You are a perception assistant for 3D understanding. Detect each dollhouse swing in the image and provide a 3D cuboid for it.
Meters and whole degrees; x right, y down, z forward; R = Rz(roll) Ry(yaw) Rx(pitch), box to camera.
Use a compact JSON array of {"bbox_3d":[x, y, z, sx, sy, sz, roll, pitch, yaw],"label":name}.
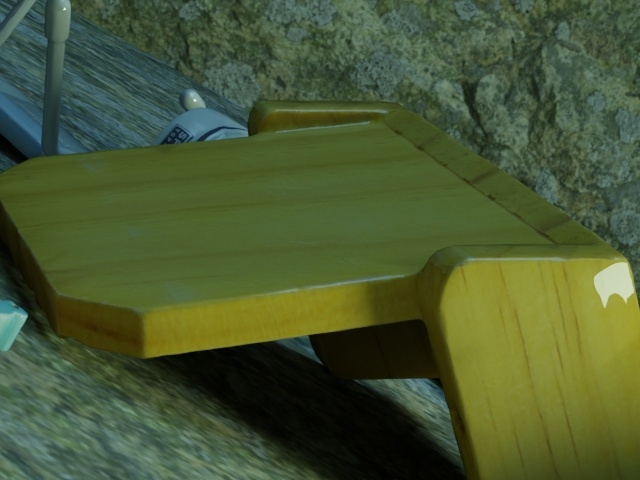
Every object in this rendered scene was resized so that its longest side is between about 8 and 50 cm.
[{"bbox_3d":[-0.003,0.081,1.128,0.347,0.305,0.315,-137,-152,-62],"label":"dollhouse swing"}]

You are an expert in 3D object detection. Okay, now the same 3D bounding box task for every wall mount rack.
[{"bbox_3d":[-0.240,-0.159,1.400,0.350,0.130,0.304,40,5,19],"label":"wall mount rack"}]

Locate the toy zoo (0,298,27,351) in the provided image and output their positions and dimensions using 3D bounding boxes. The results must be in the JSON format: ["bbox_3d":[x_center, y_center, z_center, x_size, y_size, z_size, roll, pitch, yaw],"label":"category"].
[{"bbox_3d":[-0.265,-0.021,0.798,0.293,0.030,0.192,29,7,-20],"label":"toy zoo"}]

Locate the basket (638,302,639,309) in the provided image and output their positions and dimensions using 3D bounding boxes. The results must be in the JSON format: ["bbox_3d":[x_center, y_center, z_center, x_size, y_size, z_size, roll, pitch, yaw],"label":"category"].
[{"bbox_3d":[0.288,0.145,1.618,0.227,0.154,0.204,34,8,-13],"label":"basket"}]

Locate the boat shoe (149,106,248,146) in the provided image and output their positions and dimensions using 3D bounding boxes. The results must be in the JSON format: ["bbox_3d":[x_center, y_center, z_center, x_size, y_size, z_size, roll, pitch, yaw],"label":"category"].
[{"bbox_3d":[0.004,-0.008,1.455,0.156,0.136,0.367,36,5,24],"label":"boat shoe"}]
